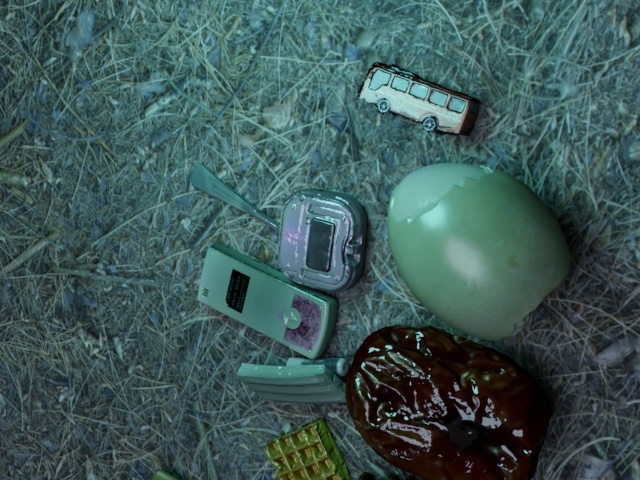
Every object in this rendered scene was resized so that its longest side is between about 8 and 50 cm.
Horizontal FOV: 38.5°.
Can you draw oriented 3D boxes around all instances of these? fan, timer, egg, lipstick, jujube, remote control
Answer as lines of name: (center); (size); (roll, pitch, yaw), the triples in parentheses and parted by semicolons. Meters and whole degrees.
fan: (-0.181, -0.090, 2.031); (0.282, 0.023, 0.057); (30, 104, 24)
timer: (0.000, 0.000, 1.906); (0.190, 0.069, 0.209); (11, 103, 27)
egg: (0.264, 0.003, 1.613); (0.336, 0.278, 0.278); (45, 118, 12)
lipstick: (-0.007, 0.272, 1.972); (0.141, 0.040, 0.040); (-3, 97, 33)
jujube: (0.232, 0.313, 1.703); (0.376, 0.276, 0.277); (21, 109, 24)
remote control: (-0.121, 0.132, 2.013); (0.344, 0.050, 0.145); (25, 110, 26)

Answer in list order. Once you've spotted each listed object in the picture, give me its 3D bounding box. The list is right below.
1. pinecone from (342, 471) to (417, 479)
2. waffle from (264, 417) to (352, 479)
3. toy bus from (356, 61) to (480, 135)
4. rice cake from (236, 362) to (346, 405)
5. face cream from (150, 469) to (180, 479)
pinecone: (0.137, 0.577, 1.837); (0.309, 0.244, 0.244); (-20, 87, 17)
waffle: (-0.018, 0.515, 2.012); (0.160, 0.055, 0.211); (-28, 84, 32)
toy bus: (0.184, -0.266, 1.748); (0.234, 0.073, 0.096); (28, 103, 25)
rice cake: (-0.057, 0.310, 1.977); (0.237, 0.127, 0.043); (-5, 51, 35)
face cream: (-0.296, 0.671, 2.205); (0.285, 0.067, 0.139); (21, 111, 27)
